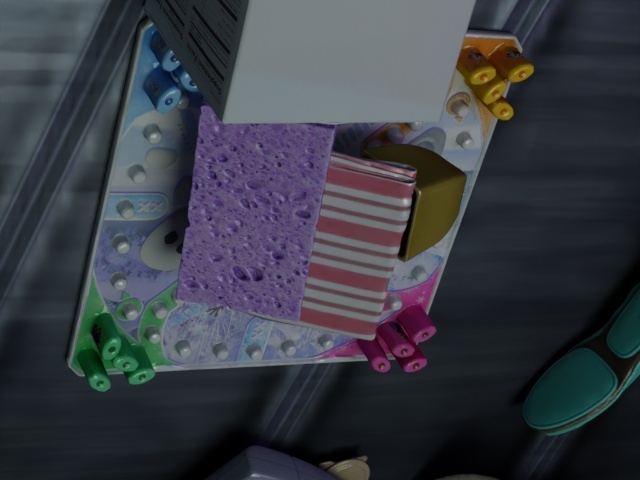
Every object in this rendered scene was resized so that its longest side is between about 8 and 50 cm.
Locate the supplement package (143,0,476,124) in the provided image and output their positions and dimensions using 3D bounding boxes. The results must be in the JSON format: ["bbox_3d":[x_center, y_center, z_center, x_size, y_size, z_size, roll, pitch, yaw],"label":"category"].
[{"bbox_3d":[0.002,-0.252,1.242,0.199,0.198,0.262,-3,125,-27],"label":"supplement package"}]

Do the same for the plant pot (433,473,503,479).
[{"bbox_3d":[0.259,0.449,1.874,0.305,0.334,0.334,12,119,-48],"label":"plant pot"}]

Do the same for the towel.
[{"bbox_3d":[0.000,0.000,1.441,0.144,0.029,0.197,14,125,2],"label":"towel"}]

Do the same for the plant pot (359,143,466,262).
[{"bbox_3d":[0.088,-0.043,1.465,0.083,0.081,0.081,-21,134,-36],"label":"plant pot"}]

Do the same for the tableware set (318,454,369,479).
[{"bbox_3d":[-0.003,0.310,1.797,0.141,0.020,0.168,-21,133,-9],"label":"tableware set"}]

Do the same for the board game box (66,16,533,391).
[{"bbox_3d":[-0.019,-0.024,1.510,0.390,0.050,0.390,-1,125,-28],"label":"board game box"}]

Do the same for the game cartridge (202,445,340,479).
[{"bbox_3d":[-0.042,0.338,1.751,0.196,0.060,0.294,-35,131,17],"label":"game cartridge"}]

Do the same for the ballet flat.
[{"bbox_3d":[0.338,0.138,1.808,0.247,0.083,0.087,-48,146,15],"label":"ballet flat"}]

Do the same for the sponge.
[{"bbox_3d":[-0.058,-0.027,1.395,0.117,0.031,0.210,11,125,1],"label":"sponge"}]
